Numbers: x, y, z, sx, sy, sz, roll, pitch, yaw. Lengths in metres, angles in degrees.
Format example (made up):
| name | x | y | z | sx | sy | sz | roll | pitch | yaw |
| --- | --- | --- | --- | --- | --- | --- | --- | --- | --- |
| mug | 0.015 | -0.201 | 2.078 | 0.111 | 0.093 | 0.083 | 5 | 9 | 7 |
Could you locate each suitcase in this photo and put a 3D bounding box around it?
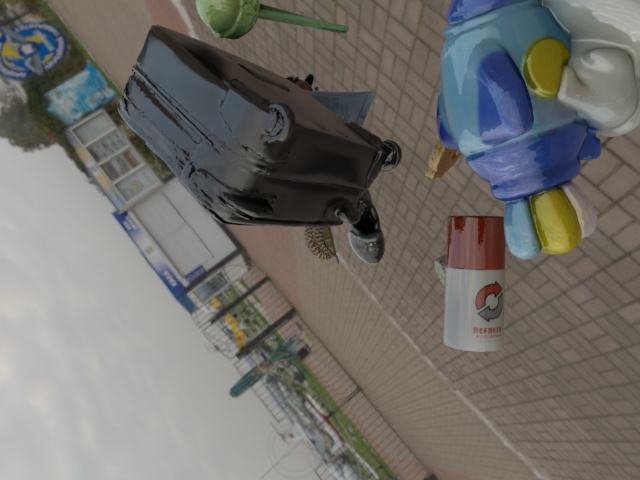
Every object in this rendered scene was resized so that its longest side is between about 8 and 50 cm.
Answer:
| name | x | y | z | sx | sy | sz | roll | pitch | yaw |
| --- | --- | --- | --- | --- | --- | --- | --- | --- | --- |
| suitcase | -0.093 | -0.170 | 0.739 | 0.339 | 0.188 | 0.345 | 44 | -154 | 26 |

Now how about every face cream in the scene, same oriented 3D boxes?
| name | x | y | z | sx | sy | sz | roll | pitch | yaw |
| --- | --- | --- | --- | --- | --- | --- | --- | --- | --- |
| face cream | -0.030 | -0.300 | 1.110 | 0.086 | 0.385 | 0.135 | 47 | 129 | 35 |
| face cream | 0.254 | 0.067 | 0.785 | 0.096 | 0.096 | 0.214 | -174 | 84 | -71 |

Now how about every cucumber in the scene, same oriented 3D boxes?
| name | x | y | z | sx | sy | sz | roll | pitch | yaw |
| --- | --- | --- | --- | --- | --- | --- | --- | --- | --- |
| cucumber | 0.273 | 0.041 | 0.893 | 0.064 | 0.112 | 0.064 | 64 | 180 | 0 |

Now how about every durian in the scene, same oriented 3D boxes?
| name | x | y | z | sx | sy | sz | roll | pitch | yaw |
| --- | --- | --- | --- | --- | --- | --- | --- | --- | --- |
| durian | 0.000 | 0.000 | 1.186 | 0.140 | 0.071 | 0.110 | 69 | -158 | -1 |

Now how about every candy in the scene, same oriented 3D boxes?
| name | x | y | z | sx | sy | sz | roll | pitch | yaw |
| --- | --- | --- | --- | --- | --- | --- | --- | --- | --- |
| candy | -0.061 | -0.383 | 0.813 | 0.092 | 0.336 | 0.093 | 9 | 108 | 42 |

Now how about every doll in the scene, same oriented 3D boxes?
| name | x | y | z | sx | sy | sz | roll | pitch | yaw |
| --- | --- | --- | --- | --- | --- | --- | --- | --- | --- |
| doll | 0.260 | -0.185 | 0.510 | 0.376 | 0.365 | 0.187 | 42 | -176 | 20 |

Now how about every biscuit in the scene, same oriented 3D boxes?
| name | x | y | z | sx | sy | sz | roll | pitch | yaw |
| --- | --- | --- | --- | --- | --- | --- | --- | --- | --- |
| biscuit | 0.320 | -0.256 | 1.124 | 0.035 | 0.184 | 0.248 | 38 | 140 | 24 |

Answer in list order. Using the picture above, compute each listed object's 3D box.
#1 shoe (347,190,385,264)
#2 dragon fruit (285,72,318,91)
| name | x | y | z | sx | sy | sz | roll | pitch | yaw |
| --- | --- | --- | --- | --- | --- | --- | --- | --- | --- |
| shoe | 0.087 | -0.019 | 0.912 | 0.099 | 0.071 | 0.169 | -104 | -3 | -68 |
| dragon fruit | -0.092 | -0.369 | 1.350 | 0.182 | 0.182 | 0.188 | 37 | 137 | 47 |
